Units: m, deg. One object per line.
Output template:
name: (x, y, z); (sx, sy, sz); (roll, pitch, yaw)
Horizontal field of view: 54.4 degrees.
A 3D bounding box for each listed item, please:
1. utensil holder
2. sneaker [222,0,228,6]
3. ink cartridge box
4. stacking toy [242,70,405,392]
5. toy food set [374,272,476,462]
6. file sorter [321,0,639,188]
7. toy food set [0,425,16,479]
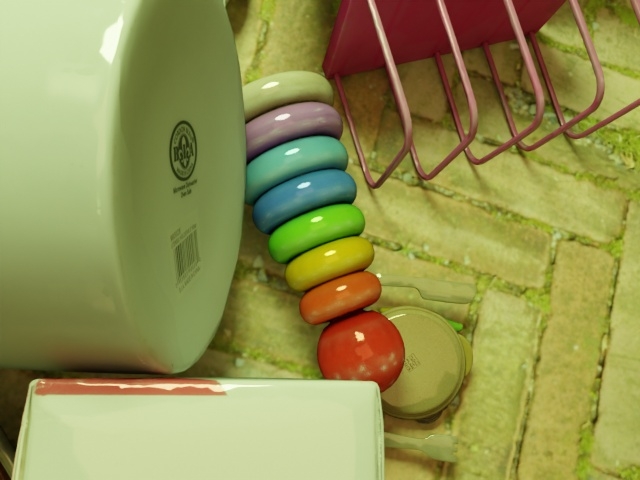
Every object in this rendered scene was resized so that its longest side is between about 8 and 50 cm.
utensil holder: (-0.279, -0.064, 0.488); (0.384, 0.327, 0.328); (2, 77, 7)
sneaker: (-0.166, -0.266, 0.696); (0.152, 0.114, 0.305); (-16, 54, 30)
ink cartridge box: (-0.088, 0.179, 0.514); (0.225, 0.306, 0.131); (1, 78, -8)
stacking toy: (0.000, 0.000, 0.645); (0.141, 0.141, 0.331); (-19, 79, -11)
toy food set: (0.102, 0.136, 0.692); (0.132, 0.038, 0.192); (9, 82, 2)
file sorter: (0.176, -0.185, 0.682); (0.290, 0.202, 0.183); (-15, 82, -10)
toy food set: (-0.334, 0.269, 0.511); (0.306, 0.092, 0.220); (-38, 83, 22)
